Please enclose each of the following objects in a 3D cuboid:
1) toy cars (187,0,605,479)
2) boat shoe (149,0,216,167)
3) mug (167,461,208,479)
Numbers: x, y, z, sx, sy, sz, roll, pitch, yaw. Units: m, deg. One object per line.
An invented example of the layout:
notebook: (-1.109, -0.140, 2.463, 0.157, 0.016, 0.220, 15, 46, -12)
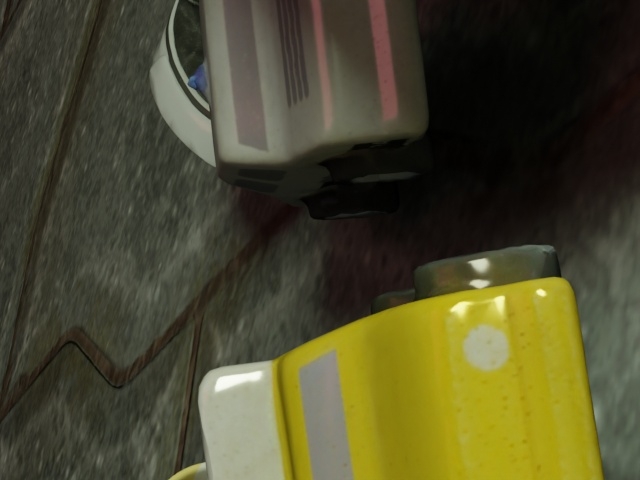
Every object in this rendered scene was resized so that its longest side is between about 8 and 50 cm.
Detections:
toy cars: (0.000, 0.000, 0.546, 0.393, 0.087, 0.176, -104, 9, -54)
boat shoe: (-0.031, -0.114, 0.841, 0.219, 0.078, 0.070, -94, 25, -50)
mug: (-0.050, 0.123, 0.711, 0.062, 0.078, 0.064, -54, -4, -33)
